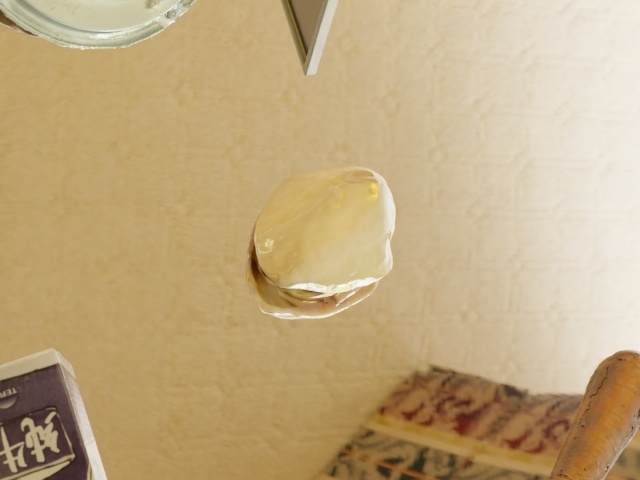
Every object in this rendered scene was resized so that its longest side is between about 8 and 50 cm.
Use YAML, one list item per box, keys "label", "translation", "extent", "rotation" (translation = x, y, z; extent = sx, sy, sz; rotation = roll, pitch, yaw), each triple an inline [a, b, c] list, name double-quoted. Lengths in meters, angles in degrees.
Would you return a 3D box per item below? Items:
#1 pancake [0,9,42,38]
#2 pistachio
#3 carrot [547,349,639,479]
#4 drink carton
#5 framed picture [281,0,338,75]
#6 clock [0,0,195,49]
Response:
- label: "pancake"
  translation: [-0.317, -0.302, 1.322]
  extent: [0.242, 0.242, 0.050]
  rotation: [52, 47, -20]
- label: "pistachio"
  translation: [0.000, 0.000, 1.971]
  extent: [0.214, 0.193, 0.318]
  rotation: [44, 39, 8]
- label: "carrot"
  translation: [0.222, 0.148, 1.034]
  extent: [0.055, 0.055, 0.161]
  rotation: [57, 45, -18]
- label: "drink carton"
  translation: [-0.269, 0.229, 1.219]
  extent: [0.134, 0.102, 0.222]
  rotation: [-18, 77, -8]
- label: "framed picture"
  translation: [-0.014, -0.313, 1.359]
  extent: [0.016, 0.250, 0.184]
  rotation: [-10, 65, -16]
- label: "clock"
  translation: [-0.176, -0.271, 1.059]
  extent: [0.236, 0.053, 0.236]
  rotation: [-6, 104, -27]
